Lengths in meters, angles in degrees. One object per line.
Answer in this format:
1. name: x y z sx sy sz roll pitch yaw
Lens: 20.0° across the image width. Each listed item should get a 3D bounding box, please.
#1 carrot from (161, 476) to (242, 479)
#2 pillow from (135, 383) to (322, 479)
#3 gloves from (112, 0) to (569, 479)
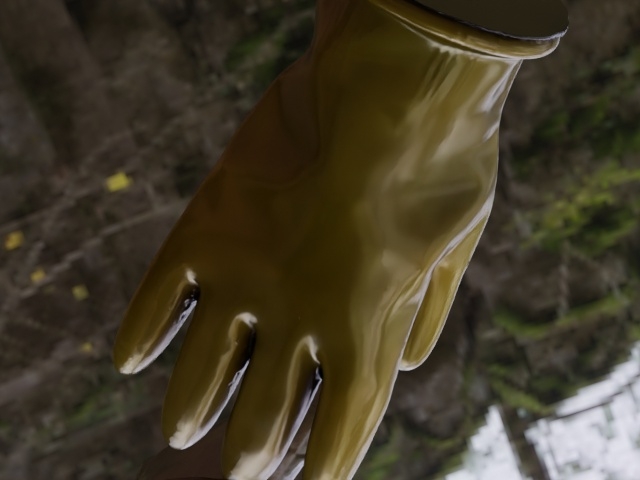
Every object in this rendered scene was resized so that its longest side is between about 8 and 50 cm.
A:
1. carrot: -0.070 0.215 0.779 0.196 0.196 0.254 -25 171 -22
2. pillow: -0.105 0.192 1.155 0.173 0.067 0.270 -25 -165 38
3. gloves: -0.001 -0.001 0.851 0.133 0.294 0.116 30 -153 11
